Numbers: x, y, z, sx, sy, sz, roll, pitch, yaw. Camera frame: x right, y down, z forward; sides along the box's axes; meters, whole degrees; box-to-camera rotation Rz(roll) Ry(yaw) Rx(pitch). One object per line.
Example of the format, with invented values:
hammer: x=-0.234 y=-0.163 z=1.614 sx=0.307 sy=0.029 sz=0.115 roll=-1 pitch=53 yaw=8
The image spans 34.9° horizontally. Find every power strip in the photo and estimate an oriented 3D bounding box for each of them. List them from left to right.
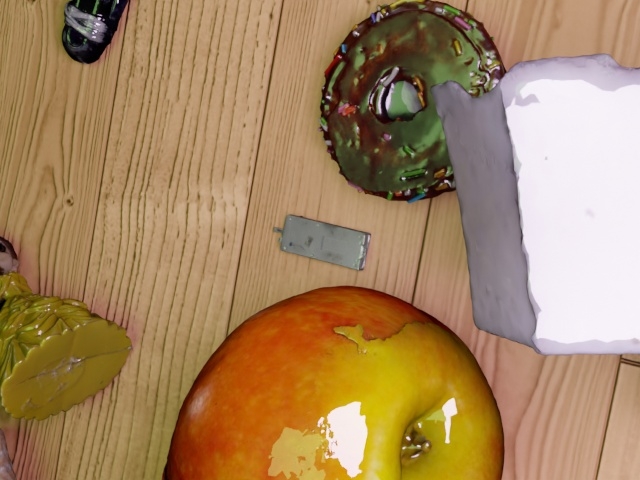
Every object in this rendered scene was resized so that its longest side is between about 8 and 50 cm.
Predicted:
power strip: x=0.000 y=0.000 z=1.264 sx=0.136 sy=0.019 sz=0.051 roll=13 pitch=97 yaw=28

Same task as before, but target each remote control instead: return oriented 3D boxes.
remote control: x=-0.298 y=-0.371 z=1.401 sx=0.090 sy=0.066 sz=0.265 roll=33 pitch=104 yaw=29

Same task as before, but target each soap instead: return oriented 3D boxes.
soap: x=0.269 y=-0.043 z=0.856 sx=0.350 sy=0.435 sz=0.212 roll=-3 pitch=93 yaw=10

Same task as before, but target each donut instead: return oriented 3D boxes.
donut: x=0.110 y=-0.157 z=1.166 sx=0.235 sy=0.089 sz=0.235 roll=0 pitch=91 yaw=28

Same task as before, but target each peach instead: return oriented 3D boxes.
peach: x=0.005 y=0.221 z=1.090 sx=0.370 sy=0.370 sz=0.370 roll=0 pitch=90 yaw=28

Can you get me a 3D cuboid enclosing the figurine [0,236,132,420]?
figurine: x=-0.434 y=0.087 z=1.425 sx=0.187 sy=0.168 sz=0.315 roll=-36 pitch=56 yaw=-21

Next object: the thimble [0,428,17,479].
thimble: x=-0.544 y=0.362 z=1.455 sx=0.229 sy=0.196 sz=0.148 roll=-22 pitch=81 yaw=25
